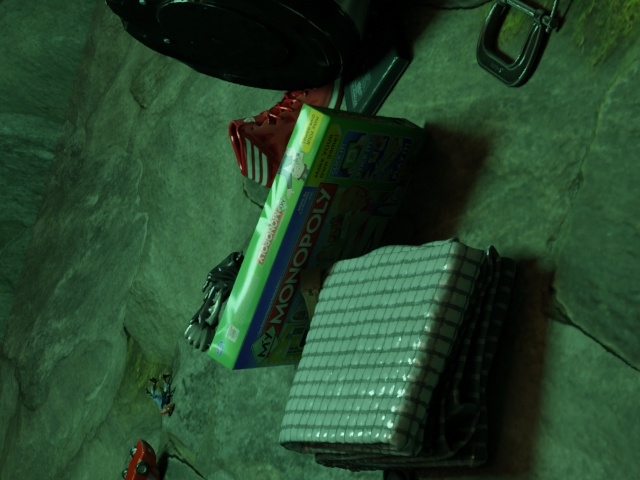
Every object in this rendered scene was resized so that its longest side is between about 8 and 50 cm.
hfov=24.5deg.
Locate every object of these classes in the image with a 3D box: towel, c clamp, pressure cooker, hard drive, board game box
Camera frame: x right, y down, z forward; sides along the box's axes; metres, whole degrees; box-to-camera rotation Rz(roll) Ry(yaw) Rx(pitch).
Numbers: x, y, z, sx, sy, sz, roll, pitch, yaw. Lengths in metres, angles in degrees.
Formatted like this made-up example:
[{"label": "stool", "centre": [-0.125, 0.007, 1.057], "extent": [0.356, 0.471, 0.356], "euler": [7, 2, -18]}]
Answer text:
[{"label": "towel", "centre": [0.086, 0.126, 1.557], "extent": [0.283, 0.121, 0.235], "euler": [-14, 53, 59]}, {"label": "c clamp", "centre": [0.221, -0.240, 1.632], "extent": [0.160, 0.022, 0.137], "euler": [-139, 62, -65]}, {"label": "pressure cooker", "centre": [-0.072, -0.457, 1.986], "extent": [0.369, 0.375, 0.421], "euler": [7, 72, 27]}, {"label": "hard drive", "centre": [0.074, -0.224, 1.965], "extent": [0.135, 0.022, 0.094], "euler": [-56, 28, 38]}, {"label": "board game box", "centre": [0.000, 0.000, 1.748], "extent": [0.046, 0.213, 0.317], "euler": [30, 107, 31]}]

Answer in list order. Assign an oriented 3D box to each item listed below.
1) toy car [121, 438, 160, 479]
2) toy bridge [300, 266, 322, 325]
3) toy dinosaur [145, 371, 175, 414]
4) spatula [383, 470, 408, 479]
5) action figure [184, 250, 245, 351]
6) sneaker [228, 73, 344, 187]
[{"label": "toy car", "centre": [-0.323, 0.452, 2.402], "extent": [0.225, 0.053, 0.239], "euler": [-26, 51, 62]}, {"label": "toy bridge", "centre": [0.007, 0.112, 1.749], "extent": [0.188, 0.026, 0.063], "euler": [73, -168, -50]}, {"label": "toy dinosaur", "centre": [-0.258, 0.259, 2.430], "extent": [0.090, 0.047, 0.082], "euler": [80, 179, -56]}, {"label": "spatula", "centre": [0.105, 0.317, 1.491], "extent": [0.296, 0.030, 0.084], "euler": [-112, 38, -62]}, {"label": "action figure", "centre": [-0.087, 0.093, 1.948], "extent": [0.275, 0.164, 0.141], "euler": [-136, 63, -80]}, {"label": "sneaker", "centre": [-0.053, -0.181, 2.098], "extent": [0.087, 0.128, 0.221], "euler": [22, 95, 68]}]
